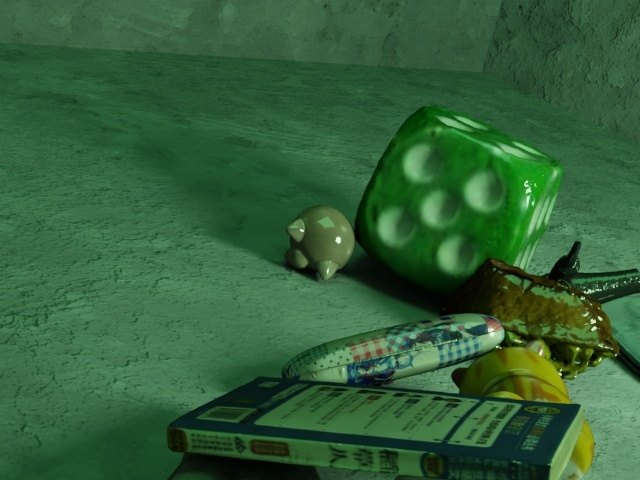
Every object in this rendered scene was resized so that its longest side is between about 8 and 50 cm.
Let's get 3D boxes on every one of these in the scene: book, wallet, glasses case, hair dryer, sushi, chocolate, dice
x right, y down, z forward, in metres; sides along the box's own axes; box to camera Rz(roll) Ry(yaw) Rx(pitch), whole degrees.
[{"bbox_3d":[0.076,0.215,1.506,0.428,0.039,0.300,3,6,18],"label":"book"},{"bbox_3d":[0.617,0.183,2.336,0.251,0.054,0.290,1,28,-23],"label":"wallet"},{"bbox_3d":[0.104,0.161,1.857,0.327,0.076,0.125,-12,-5,-15],"label":"glasses case"},{"bbox_3d":[0.454,0.064,2.248,0.235,0.091,0.272,-11,-20,2],"label":"hair dryer"},{"bbox_3d":[0.343,0.139,2.135,0.296,0.179,0.167,20,3,8],"label":"sushi"},{"bbox_3d":[-0.093,0.292,1.469,0.185,0.100,0.303,13,16,5],"label":"chocolate"},{"bbox_3d":[0.257,-0.062,2.364,0.300,0.287,0.297,28,14,17],"label":"dice"}]

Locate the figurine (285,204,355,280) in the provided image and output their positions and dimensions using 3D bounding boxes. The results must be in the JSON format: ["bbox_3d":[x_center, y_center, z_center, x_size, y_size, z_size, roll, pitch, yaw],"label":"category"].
[{"bbox_3d":[0.000,0.000,2.314,0.125,0.125,0.138,21,33,18],"label":"figurine"}]

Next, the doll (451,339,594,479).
[{"bbox_3d":[0.269,0.242,1.766,0.166,0.162,0.269,-11,10,1],"label":"doll"}]

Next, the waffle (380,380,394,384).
[{"bbox_3d":[0.075,0.193,1.953,0.083,0.029,0.075,-1,27,-45],"label":"waffle"}]

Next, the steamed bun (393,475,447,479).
[{"bbox_3d":[0.190,0.329,1.456,0.241,0.164,0.146,27,22,36],"label":"steamed bun"}]
